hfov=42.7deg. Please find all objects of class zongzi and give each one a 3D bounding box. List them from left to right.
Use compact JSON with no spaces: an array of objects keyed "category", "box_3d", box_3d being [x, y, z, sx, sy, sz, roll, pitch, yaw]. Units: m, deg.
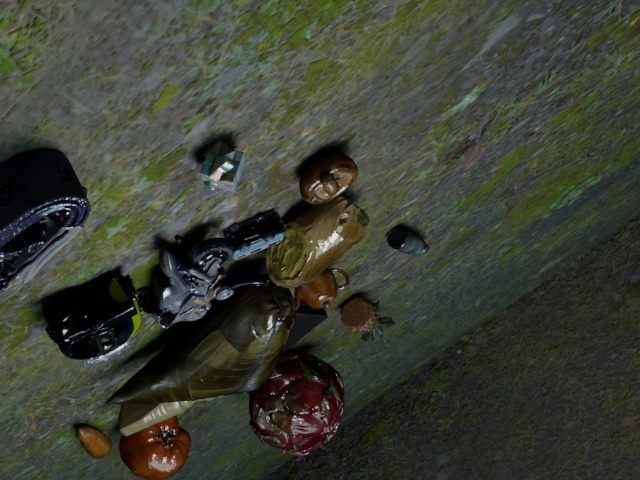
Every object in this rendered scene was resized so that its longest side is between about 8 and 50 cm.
[{"category":"zongzi","box_3d":[-0.281,0.250,1.908,0.432,0.208,0.403,-14,153,-24]}]

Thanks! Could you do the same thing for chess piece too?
[{"category":"chess piece","box_3d":[-0.396,0.411,2.159,0.301,0.137,0.137,-25,157,-4]}]

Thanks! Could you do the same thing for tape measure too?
[{"category":"tape measure","box_3d":[-0.444,0.162,1.640,0.199,0.112,0.186,-22,158,-15]}]

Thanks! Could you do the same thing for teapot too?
[{"category":"teapot","box_3d":[-0.001,0.126,2.096,0.173,0.116,0.116,-22,156,-20]}]

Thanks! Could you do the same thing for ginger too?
[{"category":"ginger","box_3d":[0.000,0.000,1.818,0.221,0.130,0.275,-22,163,-40]}]

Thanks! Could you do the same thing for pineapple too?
[{"category":"pineapple","box_3d":[0.147,0.254,2.520,0.119,0.130,0.277,-22,161,13]}]

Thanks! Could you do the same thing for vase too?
[{"category":"vase","box_3d":[0.246,0.009,2.215,0.060,0.060,0.211,-38,157,18]}]

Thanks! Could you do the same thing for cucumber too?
[{"category":"cucumber","box_3d":[-0.477,0.237,1.814,0.112,0.064,0.064,-22,156,-19]}]

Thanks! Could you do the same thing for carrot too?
[{"category":"carrot","box_3d":[-0.638,0.550,2.264,0.072,0.072,0.205,-26,155,-9]}]

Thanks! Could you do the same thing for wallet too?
[{"category":"wallet","box_3d":[-0.181,0.304,2.313,0.406,0.062,0.228,-39,155,18]}]

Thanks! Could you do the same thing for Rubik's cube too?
[{"category":"Rubik's cube","box_3d":[-0.173,-0.129,1.415,0.073,0.075,0.084,18,152,3]}]

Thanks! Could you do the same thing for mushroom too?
[{"category":"mushroom","box_3d":[0.018,-0.119,1.639,0.127,0.087,0.127,-22,153,-11]}]

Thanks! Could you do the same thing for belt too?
[{"category":"belt","box_3d":[-0.448,-0.021,1.234,0.230,0.126,0.139,-39,154,18]}]

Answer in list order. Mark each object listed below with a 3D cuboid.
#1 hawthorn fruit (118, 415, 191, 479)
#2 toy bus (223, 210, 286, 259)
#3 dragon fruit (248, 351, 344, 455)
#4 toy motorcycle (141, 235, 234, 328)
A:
[{"category":"hawthorn fruit","box_3d":[-0.499,0.605,2.388,0.207,0.207,0.243,-5,155,-46]},{"category":"toy bus","box_3d":[-0.137,-0.008,1.719,0.123,0.060,0.075,-22,161,-14]},{"category":"dragon fruit","box_3d":[-0.070,0.501,2.550,0.329,0.329,0.329,-25,157,-12]},{"category":"toy motorcycle","box_3d":[-0.282,0.095,1.703,0.173,0.108,0.307,-11,149,-27]}]
